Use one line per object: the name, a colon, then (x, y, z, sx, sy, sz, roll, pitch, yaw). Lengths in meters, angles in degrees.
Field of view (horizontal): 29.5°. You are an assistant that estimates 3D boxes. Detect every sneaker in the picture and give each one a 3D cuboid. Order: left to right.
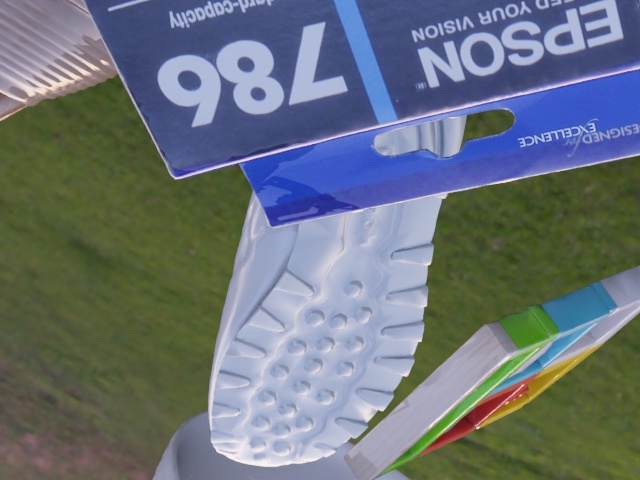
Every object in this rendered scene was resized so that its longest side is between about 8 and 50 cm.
sneaker: (0.000, 0.000, 0.571, 0.090, 0.095, 0.235, 9, 115, -24)

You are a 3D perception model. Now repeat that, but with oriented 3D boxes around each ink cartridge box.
ink cartridge box: (-0.004, -0.127, 0.348, 0.165, 0.065, 0.332, -13, 126, 18)

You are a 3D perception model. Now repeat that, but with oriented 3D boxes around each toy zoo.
toy zoo: (0.170, 0.100, 1.005, 0.030, 0.293, 0.192, 55, 129, 18)

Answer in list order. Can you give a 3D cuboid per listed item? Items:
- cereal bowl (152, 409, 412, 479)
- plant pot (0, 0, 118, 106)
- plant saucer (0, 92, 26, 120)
cereal bowl: (-0.012, 0.300, 1.085, 0.339, 0.141, 0.339, 28, -166, -7)
plant pot: (-0.229, -0.171, 0.870, 0.237, 0.109, 0.237, 31, -179, -1)
plant saucer: (-0.349, -0.122, 1.200, 0.199, 0.199, 0.036, -15, 106, 52)
